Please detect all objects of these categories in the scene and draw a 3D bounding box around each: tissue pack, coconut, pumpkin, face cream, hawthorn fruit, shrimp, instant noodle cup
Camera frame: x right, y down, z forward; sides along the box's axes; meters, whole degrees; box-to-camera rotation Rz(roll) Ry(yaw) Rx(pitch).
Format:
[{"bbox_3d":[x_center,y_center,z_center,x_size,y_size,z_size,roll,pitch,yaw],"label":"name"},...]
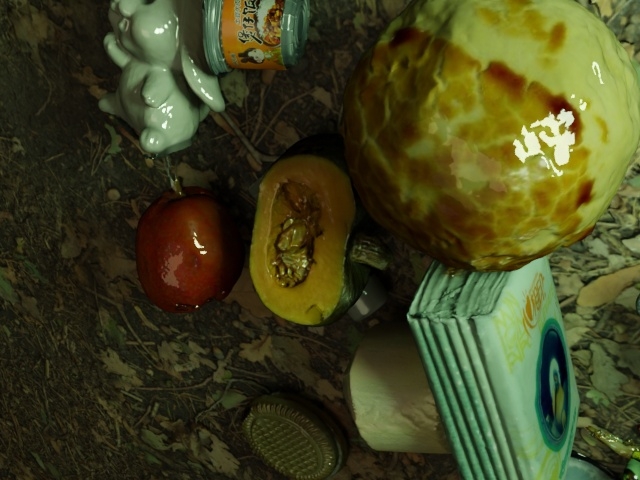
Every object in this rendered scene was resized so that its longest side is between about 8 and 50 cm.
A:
[{"bbox_3d":[0.280,0.191,1.191,0.162,0.287,0.388,-6,118,30],"label":"tissue pack"},{"bbox_3d":[0.152,0.254,1.357,0.244,0.239,0.239,-6,118,35],"label":"coconut"},{"bbox_3d":[0.012,-0.011,1.256,0.222,0.139,0.317,18,104,23],"label":"pumpkin"},{"bbox_3d":[0.000,0.000,1.375,0.314,0.089,0.143,52,132,-2],"label":"face cream"},{"bbox_3d":[-0.253,-0.012,1.448,0.211,0.211,0.299,-4,108,34],"label":"hawthorn fruit"},{"bbox_3d":[0.516,0.333,1.326,0.114,0.023,0.083,27,129,6],"label":"shrimp"},{"bbox_3d":[-0.087,-0.323,1.146,0.126,0.208,0.177,10,100,9],"label":"instant noodle cup"}]

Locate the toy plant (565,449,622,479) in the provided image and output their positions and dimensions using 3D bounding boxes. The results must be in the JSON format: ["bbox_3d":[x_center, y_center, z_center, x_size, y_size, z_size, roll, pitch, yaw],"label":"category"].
[{"bbox_3d":[0.409,0.563,1.432,0.247,0.247,0.332,29,136,11],"label":"toy plant"}]

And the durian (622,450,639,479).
[{"bbox_3d":[0.603,0.373,1.221,0.159,0.146,0.198,51,153,3],"label":"durian"}]

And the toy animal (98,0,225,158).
[{"bbox_3d":[-0.242,-0.284,1.244,0.249,0.174,0.289,55,140,22],"label":"toy animal"}]

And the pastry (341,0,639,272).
[{"bbox_3d":[0.203,-0.134,0.991,0.389,0.312,0.388,14,124,22],"label":"pastry"}]

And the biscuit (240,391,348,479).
[{"bbox_3d":[-0.061,0.439,1.725,0.259,0.079,0.259,17,129,22],"label":"biscuit"}]

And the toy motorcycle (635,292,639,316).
[{"bbox_3d":[0.566,0.153,1.116,0.171,0.110,0.260,-19,116,27],"label":"toy motorcycle"}]
